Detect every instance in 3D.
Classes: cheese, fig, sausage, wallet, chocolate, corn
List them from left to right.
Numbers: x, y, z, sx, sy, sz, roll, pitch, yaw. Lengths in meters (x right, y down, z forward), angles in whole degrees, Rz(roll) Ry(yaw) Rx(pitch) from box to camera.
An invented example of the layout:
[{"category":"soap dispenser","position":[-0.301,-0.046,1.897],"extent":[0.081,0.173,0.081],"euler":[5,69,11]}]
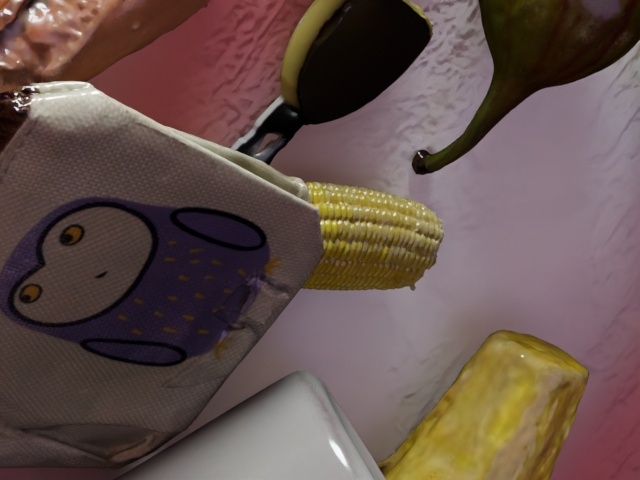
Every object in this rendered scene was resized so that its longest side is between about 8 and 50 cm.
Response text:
[{"category":"sausage","position":[-0.159,-0.127,1.128],"extent":[0.326,0.079,0.087],"euler":[-31,101,-12]},{"category":"wallet","position":[-0.155,0.048,1.187],"extent":[0.274,0.068,0.335],"euler":[9,131,-38]},{"category":"cheese","position":[-0.003,-0.098,1.260],"extent":[0.162,0.036,0.086],"euler":[-48,135,10]},{"category":"corn","position":[0.000,0.000,1.298],"extent":[0.165,0.063,0.085],"euler":[5,118,-32]},{"category":"chocolate","position":[0.065,0.271,1.445],"extent":[0.162,0.162,0.445],"euler":[22,99,-37]},{"category":"fig","position":[0.129,-0.126,1.285],"extent":[0.124,0.124,0.236],"euler":[19,117,-36]}]

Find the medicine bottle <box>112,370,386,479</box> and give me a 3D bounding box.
[{"category":"medicine bottle","position":[-0.098,0.254,1.276],"extent":[0.339,0.208,0.208],"euler":[-31,128,1]}]
